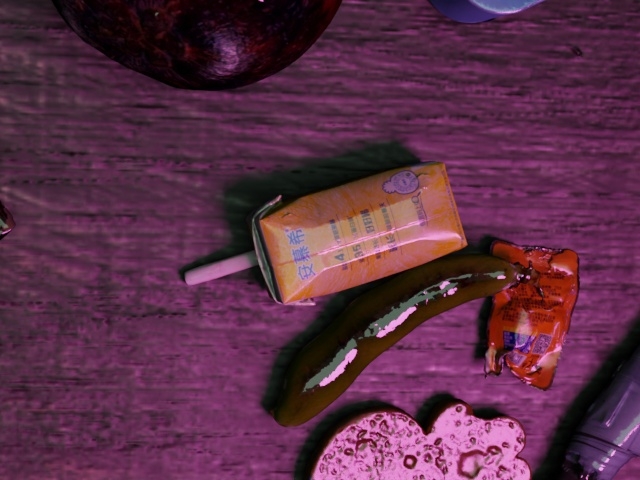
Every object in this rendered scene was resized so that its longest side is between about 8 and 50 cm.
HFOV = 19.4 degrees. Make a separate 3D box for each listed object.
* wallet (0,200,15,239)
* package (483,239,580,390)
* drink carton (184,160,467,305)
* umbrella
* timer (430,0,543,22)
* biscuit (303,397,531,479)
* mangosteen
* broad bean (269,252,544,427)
[{"bbox_3d":[-0.319,-0.075,1.294,0.122,0.031,0.232,-31,91,-17],"label":"wallet"},{"bbox_3d":[0.157,0.056,1.420,0.077,0.033,0.110,11,88,-3],"label":"package"},{"bbox_3d":[0.000,0.000,1.362,0.200,0.074,0.084,-18,98,-11],"label":"drink carton"},{"bbox_3d":[0.241,0.129,1.431,0.052,0.053,0.250,40,83,-29],"label":"umbrella"},{"bbox_3d":[0.153,-0.307,1.362,0.232,0.091,0.250,-26,96,-8],"label":"timer"},{"bbox_3d":[0.073,0.181,1.417,0.175,0.026,0.124,-10,98,-10],"label":"biscuit"},{"bbox_3d":[-0.077,-0.210,1.267,0.216,0.216,0.216,-1,95,-12],"label":"mangosteen"},{"bbox_3d":[0.057,0.064,1.386,0.227,0.039,0.069,-27,91,1],"label":"broad bean"}]
